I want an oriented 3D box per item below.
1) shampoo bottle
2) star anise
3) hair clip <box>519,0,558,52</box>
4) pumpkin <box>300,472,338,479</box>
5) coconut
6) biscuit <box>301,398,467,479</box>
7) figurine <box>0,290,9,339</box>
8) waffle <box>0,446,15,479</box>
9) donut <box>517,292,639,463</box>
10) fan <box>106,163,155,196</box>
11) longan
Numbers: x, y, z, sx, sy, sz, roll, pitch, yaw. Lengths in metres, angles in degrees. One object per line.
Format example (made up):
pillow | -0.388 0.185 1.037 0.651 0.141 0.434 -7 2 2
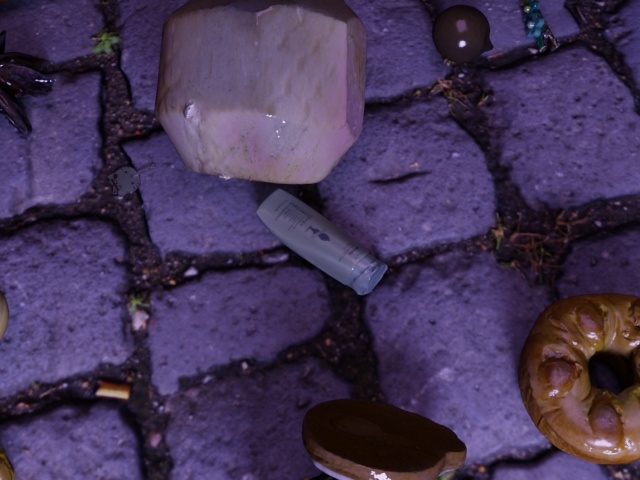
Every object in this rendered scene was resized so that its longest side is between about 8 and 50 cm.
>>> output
shampoo bottle | 0.000 0.000 1.055 0.212 0.049 0.072 33 62 19
star anise | -0.573 -0.279 1.208 0.283 0.129 0.212 42 76 14
hair clip | 0.390 -0.413 1.279 0.049 0.049 0.172 -7 61 -1
pumpkin | 0.022 0.356 0.791 0.190 0.146 0.190 5 35 -4
coconut | -0.089 -0.260 1.069 0.353 0.352 0.352 -1 60 2
biscuit | 0.067 0.247 0.843 0.181 0.208 0.049 16 101 32
figurine | -0.569 0.074 0.941 0.325 0.222 0.124 16 64 11
waffle | -0.530 0.247 0.870 0.229 0.057 0.219 -20 95 -9
donut | 0.364 0.174 0.901 0.227 0.113 0.226 -1 61 2
fan | -0.307 -0.104 1.156 0.083 0.004 0.056 -28 63 -14
longan | 0.249 -0.358 1.229 0.113 0.092 0.113 14 48 -16
